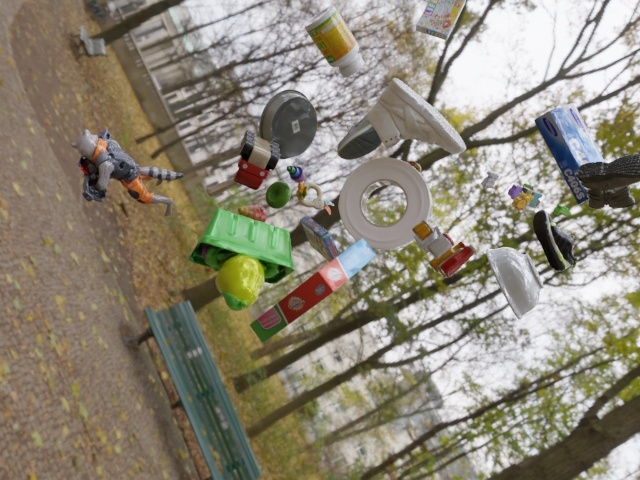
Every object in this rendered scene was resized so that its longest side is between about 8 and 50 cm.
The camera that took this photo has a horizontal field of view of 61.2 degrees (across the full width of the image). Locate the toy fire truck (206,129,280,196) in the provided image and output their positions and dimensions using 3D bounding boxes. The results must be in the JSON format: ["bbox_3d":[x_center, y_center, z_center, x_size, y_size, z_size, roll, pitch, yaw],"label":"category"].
[{"bbox_3d":[-0.255,-0.220,1.754,0.159,0.246,0.217,23,18,-15],"label":"toy fire truck"}]

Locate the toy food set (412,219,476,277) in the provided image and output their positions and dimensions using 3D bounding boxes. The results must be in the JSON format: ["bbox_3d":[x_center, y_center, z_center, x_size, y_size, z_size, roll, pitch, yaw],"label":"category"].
[{"bbox_3d":[0.318,0.013,1.352,0.111,0.104,0.232,51,0,40],"label":"toy food set"}]

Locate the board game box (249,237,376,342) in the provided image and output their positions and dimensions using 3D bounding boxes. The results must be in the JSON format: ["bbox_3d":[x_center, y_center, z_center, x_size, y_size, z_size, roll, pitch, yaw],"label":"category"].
[{"bbox_3d":[-0.020,0.136,1.473,0.064,0.242,0.316,52,-53,3],"label":"board game box"}]

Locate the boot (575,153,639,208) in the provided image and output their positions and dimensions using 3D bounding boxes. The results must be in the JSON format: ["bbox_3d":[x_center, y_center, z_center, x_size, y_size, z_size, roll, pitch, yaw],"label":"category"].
[{"bbox_3d":[0.886,-0.163,1.573,0.247,0.083,0.161,1,-38,52],"label":"boot"}]

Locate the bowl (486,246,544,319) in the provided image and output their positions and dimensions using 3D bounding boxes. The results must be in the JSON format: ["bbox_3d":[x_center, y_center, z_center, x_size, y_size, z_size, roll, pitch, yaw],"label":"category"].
[{"bbox_3d":[0.755,0.141,2.054,0.298,0.134,0.297,50,25,-34],"label":"bowl"}]

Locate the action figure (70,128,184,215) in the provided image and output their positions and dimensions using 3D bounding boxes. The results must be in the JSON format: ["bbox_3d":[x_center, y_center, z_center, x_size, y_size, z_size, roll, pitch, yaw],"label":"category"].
[{"bbox_3d":[-0.622,-0.254,1.721,0.330,0.179,0.341,31,34,-43],"label":"action figure"}]

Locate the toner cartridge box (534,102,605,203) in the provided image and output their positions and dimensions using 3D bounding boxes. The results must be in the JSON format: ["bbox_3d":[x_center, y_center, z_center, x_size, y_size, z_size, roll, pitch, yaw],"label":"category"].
[{"bbox_3d":[0.929,-0.319,1.967,0.075,0.165,0.347,-34,-100,56],"label":"toner cartridge box"}]

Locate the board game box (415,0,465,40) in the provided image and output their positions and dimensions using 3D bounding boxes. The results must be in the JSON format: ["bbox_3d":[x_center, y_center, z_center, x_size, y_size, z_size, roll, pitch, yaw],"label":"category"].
[{"bbox_3d":[0.374,-0.704,1.680,0.104,0.154,0.026,23,-14,12],"label":"board game box"}]

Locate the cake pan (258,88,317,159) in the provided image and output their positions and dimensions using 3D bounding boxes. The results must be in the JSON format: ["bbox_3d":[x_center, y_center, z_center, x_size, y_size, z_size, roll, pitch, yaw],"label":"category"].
[{"bbox_3d":[-0.122,-0.474,2.239,0.054,0.293,0.293,27,-33,41],"label":"cake pan"}]

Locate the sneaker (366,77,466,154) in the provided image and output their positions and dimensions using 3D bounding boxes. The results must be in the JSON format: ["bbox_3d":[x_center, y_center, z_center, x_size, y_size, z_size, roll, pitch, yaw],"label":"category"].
[{"bbox_3d":[0.275,-0.321,1.602,0.292,0.169,0.108,41,28,-4],"label":"sneaker"}]

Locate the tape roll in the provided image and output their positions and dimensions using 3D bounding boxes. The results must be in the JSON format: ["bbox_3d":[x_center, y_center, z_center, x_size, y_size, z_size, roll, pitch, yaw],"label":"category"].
[{"bbox_3d":[0.204,-0.110,1.682,0.286,0.286,0.100,64,12,10],"label":"tape roll"}]

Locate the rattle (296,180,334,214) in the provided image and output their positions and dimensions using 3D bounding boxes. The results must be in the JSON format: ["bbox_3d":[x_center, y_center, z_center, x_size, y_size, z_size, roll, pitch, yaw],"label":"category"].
[{"bbox_3d":[-0.016,-0.213,2.599,0.200,0.130,0.142,41,-31,5],"label":"rattle"}]

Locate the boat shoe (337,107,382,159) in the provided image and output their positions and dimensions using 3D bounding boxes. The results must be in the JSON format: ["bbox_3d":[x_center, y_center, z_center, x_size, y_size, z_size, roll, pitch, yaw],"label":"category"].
[{"bbox_3d":[0.189,-0.424,2.013,0.118,0.320,0.103,27,30,-44],"label":"boat shoe"}]

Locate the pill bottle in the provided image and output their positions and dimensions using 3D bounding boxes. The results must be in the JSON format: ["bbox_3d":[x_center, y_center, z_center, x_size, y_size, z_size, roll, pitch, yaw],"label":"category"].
[{"bbox_3d":[0.062,-0.756,2.075,0.245,0.136,0.136,50,-1,-27],"label":"pill bottle"}]

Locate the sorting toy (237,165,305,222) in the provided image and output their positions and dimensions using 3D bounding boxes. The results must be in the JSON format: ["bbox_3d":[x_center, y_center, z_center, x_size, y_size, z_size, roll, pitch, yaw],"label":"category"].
[{"bbox_3d":[-0.227,-0.198,2.329,0.127,0.365,0.126,55,13,29],"label":"sorting toy"}]

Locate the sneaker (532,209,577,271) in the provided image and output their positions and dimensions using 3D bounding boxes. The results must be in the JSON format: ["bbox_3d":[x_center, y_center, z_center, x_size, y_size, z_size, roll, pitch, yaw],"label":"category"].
[{"bbox_3d":[0.809,-0.008,1.852,0.084,0.097,0.234,-137,-157,-79],"label":"sneaker"}]

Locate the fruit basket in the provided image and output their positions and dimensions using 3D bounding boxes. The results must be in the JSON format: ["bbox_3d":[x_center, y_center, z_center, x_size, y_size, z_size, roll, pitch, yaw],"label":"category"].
[{"bbox_3d":[-0.293,0.103,1.988,0.392,0.392,0.283,64,-30,7],"label":"fruit basket"}]

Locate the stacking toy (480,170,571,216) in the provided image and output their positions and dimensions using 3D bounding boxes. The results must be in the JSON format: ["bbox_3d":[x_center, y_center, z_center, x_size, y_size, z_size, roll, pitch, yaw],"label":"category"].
[{"bbox_3d":[0.592,-0.126,1.565,0.052,0.221,0.167,-66,-148,22],"label":"stacking toy"}]

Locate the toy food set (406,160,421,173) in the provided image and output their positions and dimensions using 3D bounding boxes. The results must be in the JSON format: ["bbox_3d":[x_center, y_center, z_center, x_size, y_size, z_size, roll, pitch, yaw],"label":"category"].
[{"bbox_3d":[0.358,-0.273,2.137,0.083,0.020,0.082,36,-58,29],"label":"toy food set"}]

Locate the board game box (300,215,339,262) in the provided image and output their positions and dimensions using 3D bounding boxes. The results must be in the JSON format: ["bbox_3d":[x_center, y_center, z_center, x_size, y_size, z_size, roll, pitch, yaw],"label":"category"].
[{"bbox_3d":[0.000,0.000,2.055,0.201,0.035,0.136,40,-23,52],"label":"board game box"}]
